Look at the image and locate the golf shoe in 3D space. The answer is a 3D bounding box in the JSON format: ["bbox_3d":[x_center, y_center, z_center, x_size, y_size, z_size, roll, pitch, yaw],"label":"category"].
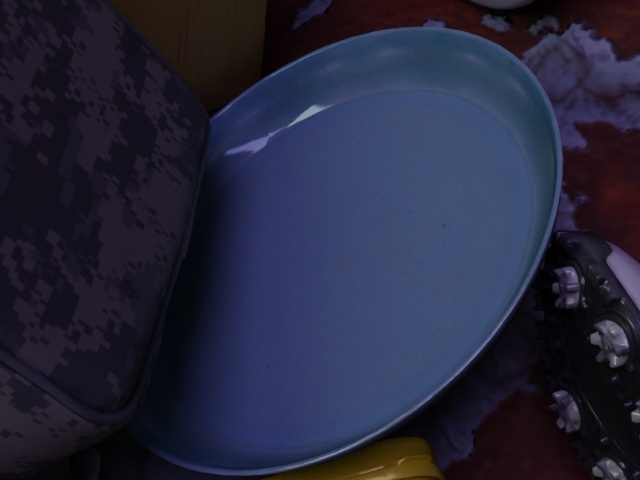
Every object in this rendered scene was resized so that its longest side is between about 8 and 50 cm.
[{"bbox_3d":[0.205,0.101,0.459,0.120,0.105,0.273,-18,58,-19],"label":"golf shoe"}]

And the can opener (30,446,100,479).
[{"bbox_3d":[-0.180,0.231,0.512,0.075,0.095,0.284,-7,54,12],"label":"can opener"}]

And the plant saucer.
[{"bbox_3d":[0.000,0.000,0.578,0.317,0.044,0.318,-20,47,23],"label":"plant saucer"}]

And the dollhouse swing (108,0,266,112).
[{"bbox_3d":[-0.232,-0.269,0.707,0.304,0.315,0.347,-11,58,-15],"label":"dollhouse swing"}]

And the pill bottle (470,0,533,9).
[{"bbox_3d":[0.186,-0.317,0.681,0.160,0.160,0.283,37,77,29],"label":"pill bottle"}]

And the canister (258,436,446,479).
[{"bbox_3d":[0.023,0.203,0.486,0.126,0.073,0.170,-20,59,7],"label":"canister"}]

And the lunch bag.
[{"bbox_3d":[-0.231,0.002,0.541,0.256,0.212,0.305,-30,36,28],"label":"lunch bag"}]
